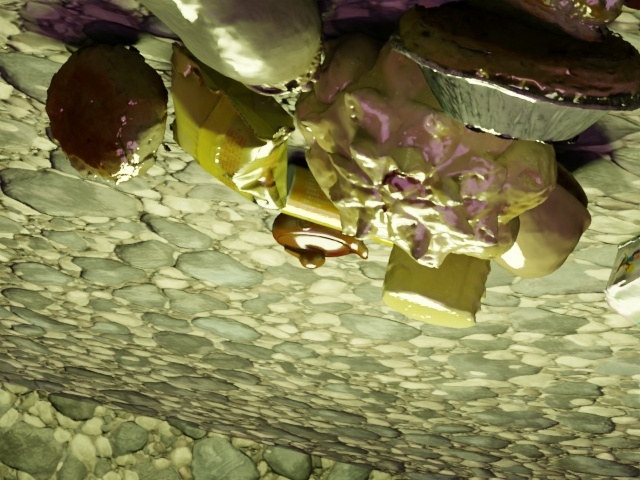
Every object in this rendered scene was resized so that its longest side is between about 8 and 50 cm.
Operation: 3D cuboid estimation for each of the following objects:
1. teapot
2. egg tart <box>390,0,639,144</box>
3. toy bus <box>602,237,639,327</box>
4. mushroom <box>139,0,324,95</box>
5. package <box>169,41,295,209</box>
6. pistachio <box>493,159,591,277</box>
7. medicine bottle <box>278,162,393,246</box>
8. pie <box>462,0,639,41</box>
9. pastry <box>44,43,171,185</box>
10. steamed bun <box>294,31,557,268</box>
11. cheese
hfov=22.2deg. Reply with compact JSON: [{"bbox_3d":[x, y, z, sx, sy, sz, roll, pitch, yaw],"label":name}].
[{"bbox_3d":[0.000,0.000,2.095,0.129,0.078,0.098,9,161,1],"label":"teapot"},{"bbox_3d":[0.173,-0.145,1.428,0.234,0.094,0.234,9,-158,-4],"label":"egg tart"},{"bbox_3d":[0.463,0.027,1.917,0.138,0.112,0.317,25,157,-12],"label":"toy bus"},{"bbox_3d":[-0.104,-0.227,1.438,0.177,0.126,0.397,7,164,41],"label":"mushroom"},{"bbox_3d":[-0.095,-0.119,1.744,0.168,0.090,0.226,39,164,8],"label":"package"},{"bbox_3d":[0.220,-0.037,1.806,0.152,0.126,0.223,-8,150,16],"label":"pistachio"},{"bbox_3d":[0.055,-0.034,1.986,0.218,0.074,0.074,17,160,-16],"label":"medicine bottle"},{"bbox_3d":[0.138,-0.248,1.293,0.257,0.105,0.274,8,163,35],"label":"pie"},{"bbox_3d":[-0.228,-0.136,1.732,0.153,0.153,0.081,-8,-166,41],"label":"pastry"},{"bbox_3d":[0.091,-0.071,1.641,0.295,0.137,0.292,-10,130,41],"label":"steamed bun"},{"bbox_3d":[0.144,0.010,1.918,0.123,0.167,0.094,21,163,-20],"label":"cheese"}]
